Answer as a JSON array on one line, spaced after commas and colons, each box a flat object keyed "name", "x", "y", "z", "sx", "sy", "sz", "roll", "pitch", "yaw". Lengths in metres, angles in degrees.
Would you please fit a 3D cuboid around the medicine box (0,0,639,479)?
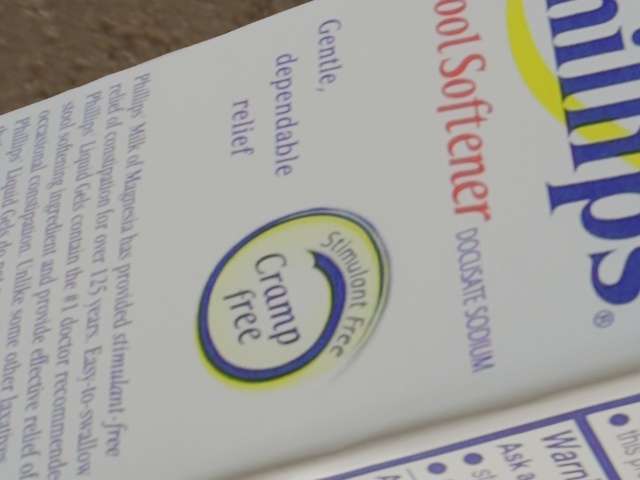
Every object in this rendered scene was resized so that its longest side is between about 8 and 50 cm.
[{"name": "medicine box", "x": 0.043, "y": 0.071, "z": 0.486, "sx": 0.289, "sy": 0.149, "sz": 0.263, "roll": -18, "pitch": 136, "yaw": 17}]
